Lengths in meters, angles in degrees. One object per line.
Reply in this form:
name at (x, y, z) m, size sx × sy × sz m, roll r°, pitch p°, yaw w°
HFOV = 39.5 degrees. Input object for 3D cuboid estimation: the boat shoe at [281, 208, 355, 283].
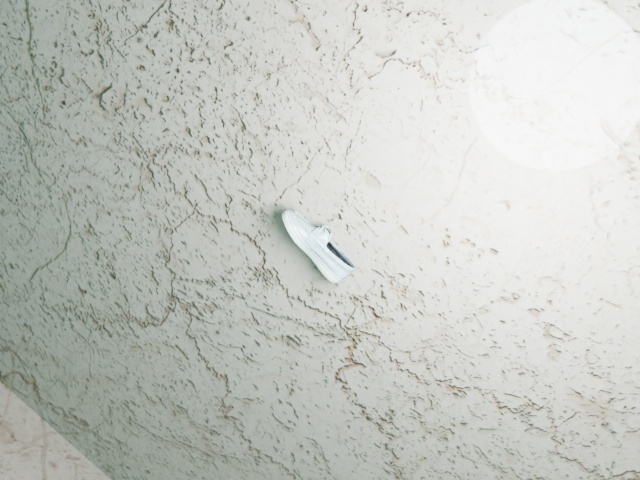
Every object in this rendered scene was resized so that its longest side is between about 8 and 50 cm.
boat shoe at (0.000, 0.001, 2.165) m, size 0.081 × 0.079 × 0.227 m, roll -34°, pitch 105°, yaw 21°
